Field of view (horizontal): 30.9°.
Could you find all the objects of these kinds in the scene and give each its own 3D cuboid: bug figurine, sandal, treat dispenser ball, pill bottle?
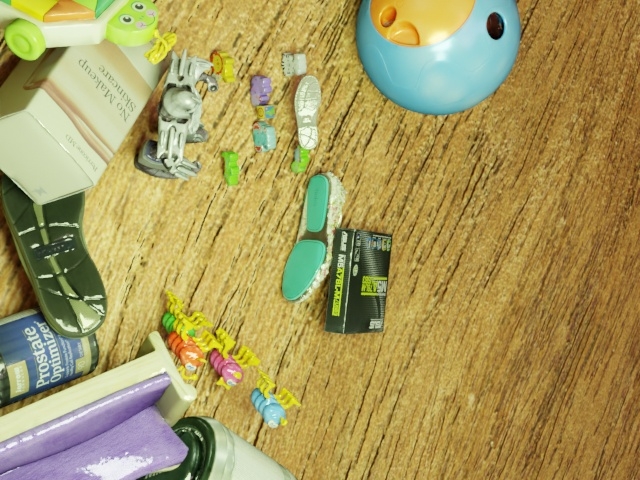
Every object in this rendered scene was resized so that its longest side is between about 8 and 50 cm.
[{"bbox_3d":[-0.163,0.192,1.830,0.072,0.216,0.279,-48,124,1],"label":"bug figurine"},{"bbox_3d":[-0.392,0.003,1.680,0.120,0.086,0.302,-9,75,-22],"label":"sandal"},{"bbox_3d":[0.205,-0.364,2.032,0.288,0.288,0.288,-4,96,-39],"label":"treat dispenser ball"},{"bbox_3d":[-0.440,0.169,1.658,0.219,0.123,0.122,-20,106,-36],"label":"pill bottle"}]

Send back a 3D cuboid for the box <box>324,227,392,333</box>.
[{"bbox_3d":[0.071,0.074,2.065,0.191,0.045,0.184,9,85,-66],"label":"box"}]

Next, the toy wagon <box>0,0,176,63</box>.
[{"bbox_3d":[-0.352,-0.355,1.589,0.344,0.068,0.267,27,51,6],"label":"toy wagon"}]

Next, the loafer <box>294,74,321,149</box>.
[{"bbox_3d":[-0.024,-0.217,1.962,0.045,0.039,0.125,1,94,-7],"label":"loafer"}]

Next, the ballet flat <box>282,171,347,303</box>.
[{"bbox_3d":[0.000,0.000,2.027,0.077,0.091,0.240,22,82,-51],"label":"ballet flat"}]

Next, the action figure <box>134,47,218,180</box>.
[{"bbox_3d":[-0.206,-0.174,1.720,0.099,0.285,0.185,20,76,-9],"label":"action figure"}]

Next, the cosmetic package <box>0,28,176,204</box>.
[{"bbox_3d":[-0.343,-0.212,1.643,0.153,0.129,0.296,51,43,-32],"label":"cosmetic package"}]

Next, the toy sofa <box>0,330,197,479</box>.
[{"bbox_3d":[-0.354,0.286,1.623,0.363,0.150,0.177,-22,74,-28],"label":"toy sofa"}]

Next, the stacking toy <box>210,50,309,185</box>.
[{"bbox_3d":[-0.101,-0.211,1.952,0.167,0.052,0.221,-11,103,-38],"label":"stacking toy"}]

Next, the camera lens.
[{"bbox_3d":[-0.159,0.424,1.841,0.274,0.219,0.219,41,68,-33],"label":"camera lens"}]
